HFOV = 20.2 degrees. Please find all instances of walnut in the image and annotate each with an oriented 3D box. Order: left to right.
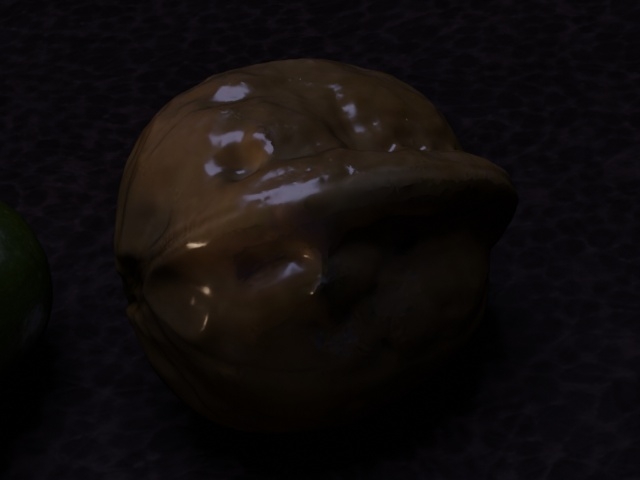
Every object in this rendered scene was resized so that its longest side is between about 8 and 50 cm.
[{"bbox_3d":[-0.014,-0.004,1.715,0.384,0.383,0.383,-5,35,4],"label":"walnut"}]

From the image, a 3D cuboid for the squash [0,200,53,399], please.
[{"bbox_3d":[-0.408,0.044,1.761,0.310,0.310,0.309,11,37,25],"label":"squash"}]
